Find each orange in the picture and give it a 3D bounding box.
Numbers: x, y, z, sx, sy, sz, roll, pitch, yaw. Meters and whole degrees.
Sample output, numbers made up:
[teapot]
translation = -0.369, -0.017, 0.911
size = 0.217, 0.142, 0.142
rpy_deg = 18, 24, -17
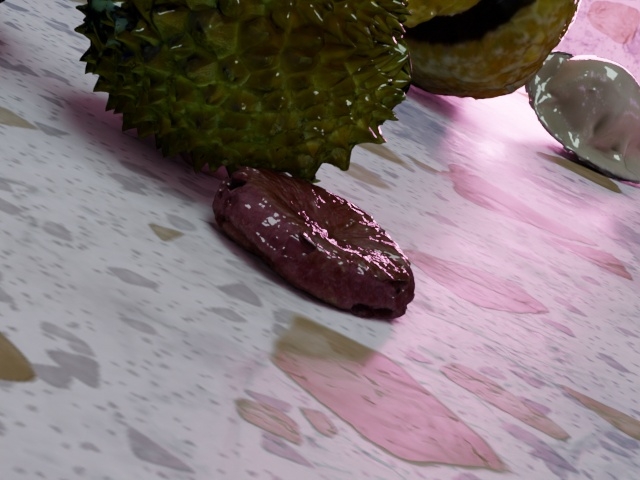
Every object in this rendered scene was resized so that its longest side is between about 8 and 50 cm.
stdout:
[orange]
translation = 0.185, -0.302, 2.242
size = 0.368, 0.271, 0.210
rpy_deg = 43, -9, 51

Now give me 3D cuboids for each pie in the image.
[pie]
translation = 0.000, 0.000, 1.147
size = 0.153, 0.038, 0.153
rpy_deg = 26, 14, -7

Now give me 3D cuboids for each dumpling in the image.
[dumpling]
translation = 0.361, -0.150, 2.312
size = 0.247, 0.142, 0.172
rpy_deg = 27, 46, -26

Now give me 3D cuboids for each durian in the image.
[durian]
translation = -0.055, -0.167, 1.257
size = 0.224, 0.291, 0.291
rpy_deg = -7, 26, -23

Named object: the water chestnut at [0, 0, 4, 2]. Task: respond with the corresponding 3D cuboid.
[water chestnut]
translation = -0.304, -0.332, 1.286
size = 0.350, 0.302, 0.350
rpy_deg = 24, 8, -4
